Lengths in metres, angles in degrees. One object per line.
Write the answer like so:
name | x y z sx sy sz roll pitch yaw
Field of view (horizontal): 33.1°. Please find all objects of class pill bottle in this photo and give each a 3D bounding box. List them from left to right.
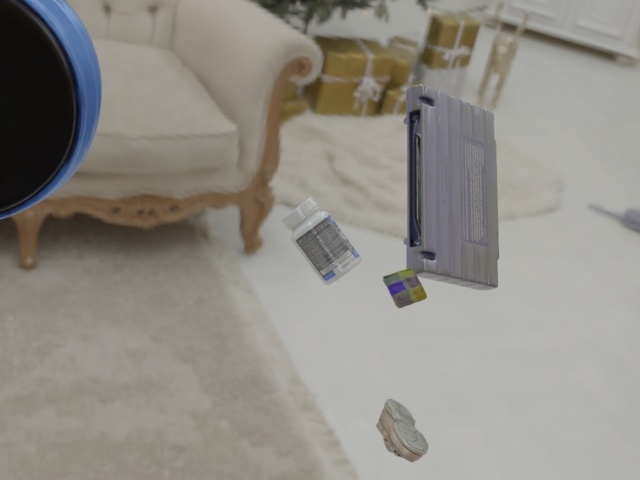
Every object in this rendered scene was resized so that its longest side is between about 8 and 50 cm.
pill bottle | 0.000 0.000 1.808 0.137 0.078 0.078 54 36 -2

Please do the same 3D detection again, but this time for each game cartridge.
game cartridge | 0.247 -0.094 2.019 0.068 0.355 0.230 -10 -17 40

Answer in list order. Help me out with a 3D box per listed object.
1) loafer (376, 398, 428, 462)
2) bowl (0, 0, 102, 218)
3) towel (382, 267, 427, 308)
loafer | 0.086 0.215 1.175 0.045 0.039 0.125 32 10 -13
bowl | -0.495 -0.200 1.452 0.391 0.391 0.077 10 25 -7
towel | 0.149 0.084 1.897 0.060 0.083 0.009 -18 40 12
